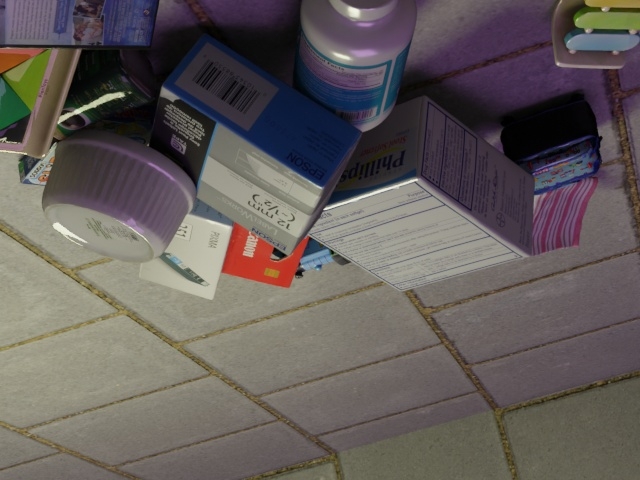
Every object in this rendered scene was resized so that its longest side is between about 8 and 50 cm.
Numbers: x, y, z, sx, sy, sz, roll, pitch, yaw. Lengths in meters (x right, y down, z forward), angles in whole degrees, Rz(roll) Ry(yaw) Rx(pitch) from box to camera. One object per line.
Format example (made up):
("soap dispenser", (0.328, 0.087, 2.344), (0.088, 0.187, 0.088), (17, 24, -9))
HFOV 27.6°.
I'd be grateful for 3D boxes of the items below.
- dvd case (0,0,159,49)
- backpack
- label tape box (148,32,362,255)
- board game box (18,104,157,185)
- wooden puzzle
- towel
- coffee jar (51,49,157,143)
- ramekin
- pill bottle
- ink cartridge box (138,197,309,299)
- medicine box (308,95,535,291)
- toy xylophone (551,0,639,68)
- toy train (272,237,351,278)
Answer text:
("dvd case", (-0.306, -0.295, 1.491), (0.253, 0.022, 0.180), (-3, 137, -22))
("backpack", (0.385, -0.143, 2.135), (0.158, 0.116, 0.173), (-18, 157, 11))
("label tape box", (-0.109, -0.101, 1.813), (0.249, 0.115, 0.347), (32, 152, 2))
("board game box", (-0.333, -0.137, 1.883), (0.136, 0.035, 0.201), (5, 151, -36))
("wooden puzzle", (-0.428, -0.193, 1.592), (0.239, 0.044, 0.221), (7, 131, -25))
("towel", (0.425, -0.043, 2.335), (0.197, 0.029, 0.144), (-11, 122, -48))
("coffee jar", (-0.314, -0.194, 1.706), (0.184, 0.079, 0.096), (-21, 147, 18))
("ramekin", (-0.286, -0.054, 1.803), (0.207, 0.109, 0.207), (17, 156, 8))
("pill bottle", (0.043, -0.257, 1.663), (0.146, 0.146, 0.264), (-9, 156, -9))
("ink cartridge box", (-0.161, 0.013, 2.156), (0.261, 0.066, 0.296), (16, 153, -3))
("medicine box", (0.143, -0.063, 2.014), (0.263, 0.149, 0.289), (-17, 143, 40))
("toy xylophone", (0.448, -0.347, 1.738), (0.236, 0.081, 0.322), (-5, 156, -13))
("toy train", (0.000, 0.000, 2.275), (0.184, 0.105, 0.080), (-20, 155, 15))
